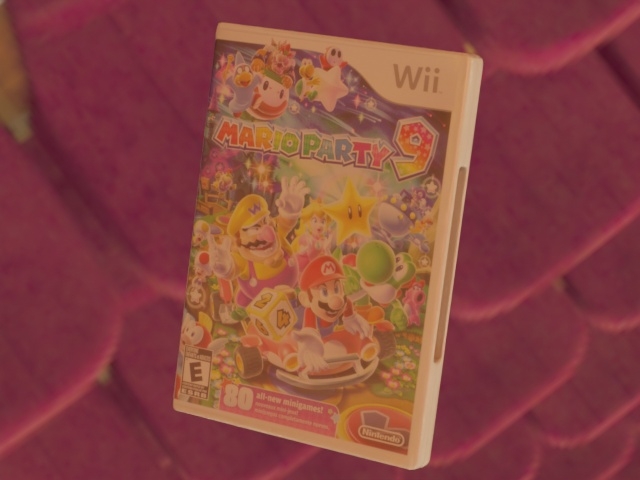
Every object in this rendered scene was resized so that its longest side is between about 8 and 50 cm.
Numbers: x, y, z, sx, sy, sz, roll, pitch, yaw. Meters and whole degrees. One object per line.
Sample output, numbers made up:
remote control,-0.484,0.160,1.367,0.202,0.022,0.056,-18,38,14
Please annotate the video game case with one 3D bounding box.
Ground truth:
video game case,0.000,0.000,0.540,0.011,0.087,0.122,-4,103,-60
